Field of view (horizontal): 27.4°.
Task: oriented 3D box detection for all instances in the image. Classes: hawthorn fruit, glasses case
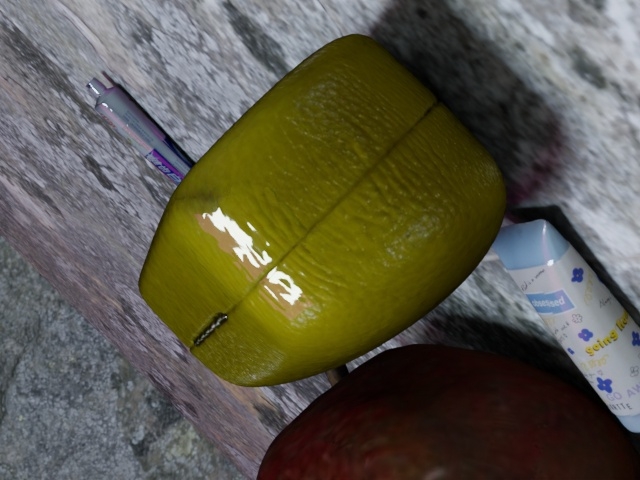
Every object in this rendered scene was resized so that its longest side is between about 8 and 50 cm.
[{"bbox_3d":[0.085,0.224,0.929,0.325,0.308,0.308,-5,131,51],"label":"hawthorn fruit"},{"bbox_3d":[0.000,0.000,0.769,0.141,0.173,0.371,45,166,-1],"label":"glasses case"}]

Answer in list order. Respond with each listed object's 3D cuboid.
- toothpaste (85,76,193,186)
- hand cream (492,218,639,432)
[{"bbox_3d":[-0.142,-0.080,1.161,0.170,0.028,0.045,46,157,-15],"label":"toothpaste"},{"bbox_3d":[0.162,0.054,0.765,0.170,0.043,0.065,51,156,-11],"label":"hand cream"}]
